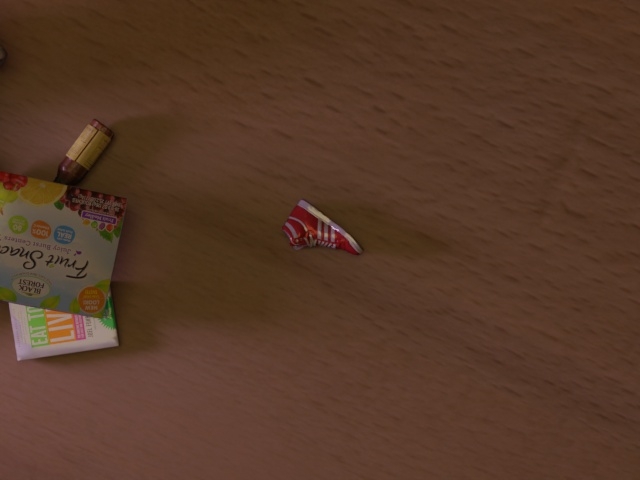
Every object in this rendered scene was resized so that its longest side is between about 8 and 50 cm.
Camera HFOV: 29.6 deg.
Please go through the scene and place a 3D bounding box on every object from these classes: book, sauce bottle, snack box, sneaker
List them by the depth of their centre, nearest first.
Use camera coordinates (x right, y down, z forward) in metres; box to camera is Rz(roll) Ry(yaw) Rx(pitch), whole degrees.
[{"bbox_3d":[-0.387,0.005,1.668,0.207,0.070,0.174,13,85,-16],"label":"snack box"},{"bbox_3d":[-0.366,0.115,1.733,0.144,0.035,0.096,-9,86,-4],"label":"book"},{"bbox_3d":[0.000,0.000,1.740,0.118,0.042,0.067,37,81,10],"label":"sneaker"},{"bbox_3d":[-0.350,-0.115,1.748,0.042,0.042,0.128,37,85,3],"label":"sauce bottle"}]

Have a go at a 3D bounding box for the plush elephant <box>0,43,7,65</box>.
[{"bbox_3d":[-0.578,-0.259,1.645,0.256,0.272,0.330,-10,59,23],"label":"plush elephant"}]
